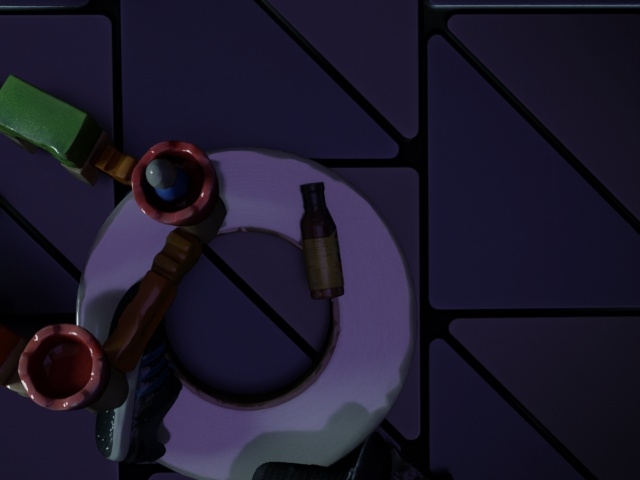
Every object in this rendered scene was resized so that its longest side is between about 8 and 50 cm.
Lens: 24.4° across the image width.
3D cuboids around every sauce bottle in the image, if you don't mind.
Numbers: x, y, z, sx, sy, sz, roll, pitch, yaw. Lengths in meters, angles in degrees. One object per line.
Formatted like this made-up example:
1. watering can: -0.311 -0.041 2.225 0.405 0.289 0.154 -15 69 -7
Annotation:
1. sauce bottle: 0.000 0.000 1.628 0.042 0.042 0.128 -7 95 -2

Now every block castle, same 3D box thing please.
1. block castle: -0.350 -0.037 1.521 0.453 0.213 0.303 28 81 14

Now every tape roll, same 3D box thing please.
1. tape roll: -0.083 0.087 1.686 0.392 0.072 0.392 0 92 -3

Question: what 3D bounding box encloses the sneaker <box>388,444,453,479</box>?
1. sneaker: 0.138 0.312 1.716 0.170 0.051 0.089 26 96 0

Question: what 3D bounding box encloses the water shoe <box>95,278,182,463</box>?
1. water shoe: -0.192 0.143 1.625 0.080 0.073 0.203 12 91 -31

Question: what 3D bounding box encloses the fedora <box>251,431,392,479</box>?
1. fedora: -0.030 0.353 1.597 0.152 0.334 0.334 15 92 9
